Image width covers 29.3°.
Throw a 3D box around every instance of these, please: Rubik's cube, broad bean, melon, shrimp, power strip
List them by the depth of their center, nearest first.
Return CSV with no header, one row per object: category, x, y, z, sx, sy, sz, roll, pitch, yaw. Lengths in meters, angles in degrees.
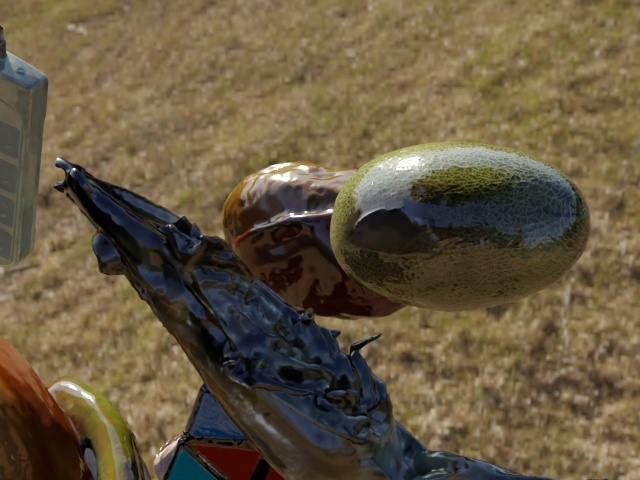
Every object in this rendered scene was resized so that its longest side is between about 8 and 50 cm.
shrimp,0.035,0.038,0.422,0.198,0.262,0.051,-31,17,41
melon,0.079,-0.008,0.709,0.162,0.099,0.099,0,34,39
power strip,-0.256,-0.068,0.949,0.080,0.227,0.029,26,41,12
Rubik's cube,-0.014,0.232,1.203,0.234,0.250,0.284,40,73,14
broad bean,0.002,0.001,1.223,0.228,0.156,0.122,15,31,37

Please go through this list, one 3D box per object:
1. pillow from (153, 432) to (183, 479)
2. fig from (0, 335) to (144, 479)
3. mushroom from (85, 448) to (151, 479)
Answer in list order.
pillow,-0.168,0.373,1.713,0.034,0.211,0.135,-14,4,33
fig,-0.150,0.105,0.382,0.205,0.205,0.205,-1,39,1
mushroom,-0.240,0.215,0.929,0.206,0.209,0.206,15,60,-28
